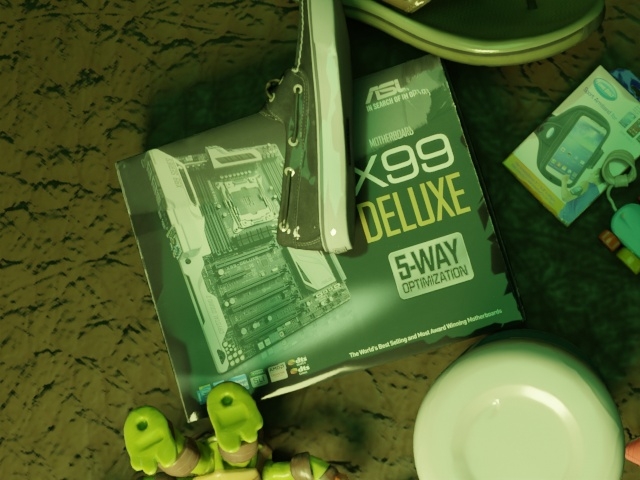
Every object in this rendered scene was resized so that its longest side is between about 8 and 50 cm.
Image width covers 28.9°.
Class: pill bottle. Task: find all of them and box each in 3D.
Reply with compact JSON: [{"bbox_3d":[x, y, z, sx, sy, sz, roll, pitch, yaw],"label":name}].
[{"bbox_3d":[0.157,0.144,0.963,0.146,0.264,0.146,0,89,11],"label":"pill bottle"}]

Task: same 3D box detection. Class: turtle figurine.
[{"bbox_3d":[-0.068,0.191,1.054,0.269,0.217,0.087,-4,59,10],"label":"turtle figurine"}]

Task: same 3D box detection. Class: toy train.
[{"bbox_3d":[0.318,-0.023,1.051,0.166,0.046,0.125,5,88,8],"label":"toy train"}]

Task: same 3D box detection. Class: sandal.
[{"bbox_3d":[0.091,-0.226,1.051,0.302,0.120,0.086,18,132,11],"label":"sandal"}]

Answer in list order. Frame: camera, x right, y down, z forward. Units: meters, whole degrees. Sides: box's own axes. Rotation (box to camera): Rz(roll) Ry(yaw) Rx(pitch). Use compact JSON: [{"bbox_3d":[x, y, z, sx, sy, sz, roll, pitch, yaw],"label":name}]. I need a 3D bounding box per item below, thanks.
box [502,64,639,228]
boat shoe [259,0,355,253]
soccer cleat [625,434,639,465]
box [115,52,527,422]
[{"bbox_3d":[0.234,-0.086,1.076,0.081,0.028,0.136,45,98,9],"label":"box"},{"bbox_3d":[-0.013,-0.102,1.024,0.076,0.080,0.229,-2,94,10],"label":"boat shoe"},{"bbox_3d":[0.335,0.302,1.019,0.116,0.108,0.318,-12,88,30],"label":"soccer cleat"},{"bbox_3d":[0.000,0.000,1.091,0.307,0.076,0.243,-17,84,10],"label":"box"}]
